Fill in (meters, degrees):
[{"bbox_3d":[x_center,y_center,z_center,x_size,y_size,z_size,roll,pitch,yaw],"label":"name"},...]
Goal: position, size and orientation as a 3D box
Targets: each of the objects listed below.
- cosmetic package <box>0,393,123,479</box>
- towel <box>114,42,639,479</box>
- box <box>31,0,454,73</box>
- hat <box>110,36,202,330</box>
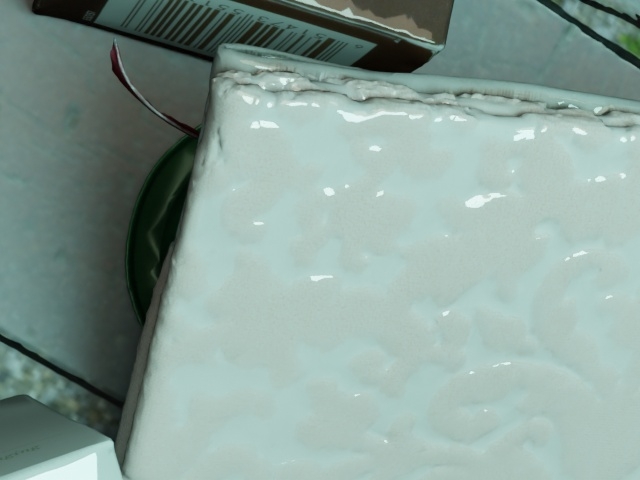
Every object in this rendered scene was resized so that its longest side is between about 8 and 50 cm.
[{"bbox_3d":[-0.150,0.269,0.673,0.197,0.155,0.365,-18,101,-23],"label":"cosmetic package"},{"bbox_3d":[0.071,0.070,0.768,0.332,0.053,0.317,6,120,-18],"label":"towel"},{"bbox_3d":[-0.006,-0.282,0.823,0.191,0.143,0.381,14,78,-16],"label":"box"},{"bbox_3d":[0.000,0.000,0.766,0.208,0.183,0.173,-8,85,-18],"label":"hat"}]
